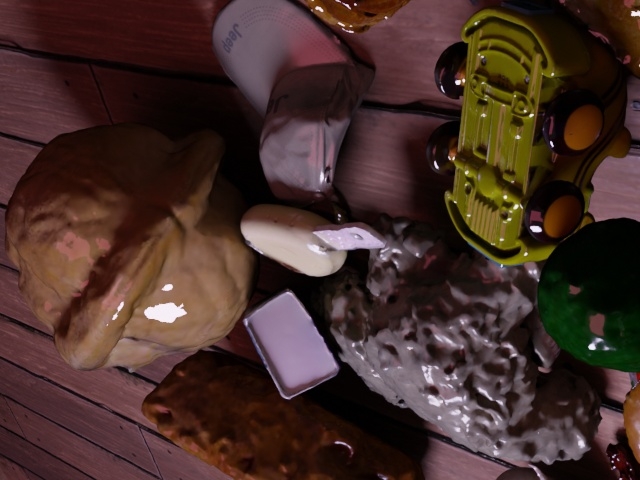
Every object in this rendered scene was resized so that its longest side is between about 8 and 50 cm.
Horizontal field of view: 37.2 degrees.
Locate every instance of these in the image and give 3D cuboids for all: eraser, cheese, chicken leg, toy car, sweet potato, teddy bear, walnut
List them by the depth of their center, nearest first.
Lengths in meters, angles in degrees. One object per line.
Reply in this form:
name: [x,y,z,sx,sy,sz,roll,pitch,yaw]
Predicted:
toy car: [0.210,-0.101,0.902,0.200,0.142,0.248,-133,41,-51]
cheese: [0.000,0.000,1.120,0.127,0.050,0.255,37,163,-24]
teddy bear: [0.137,0.106,1.178,0.367,0.224,0.357,22,141,53]
chicken leg: [0.428,0.330,1.182,0.205,0.053,0.093,52,168,5]
sweet potato: [0.020,0.007,1.302,0.041,0.038,0.153,17,138,2]
walnut: [-0.259,0.003,1.305,0.384,0.383,0.383,27,140,26]
eraser: [-0.045,0.134,1.334,0.130,0.086,0.287,60,176,-1]

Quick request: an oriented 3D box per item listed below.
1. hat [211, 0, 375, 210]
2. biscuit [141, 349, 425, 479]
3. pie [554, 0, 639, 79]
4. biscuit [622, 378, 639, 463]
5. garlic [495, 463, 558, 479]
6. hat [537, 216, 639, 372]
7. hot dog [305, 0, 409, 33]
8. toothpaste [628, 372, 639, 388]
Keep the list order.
hat: [-0.059,-0.161,1.151,0.245,0.149,0.214,33,143,1]
biscuit: [-0.038,0.319,1.452,0.395,0.166,0.342,26,168,26]
pie: [0.277,-0.275,0.715,0.354,0.103,0.288,46,145,9]
biscuit: [0.442,0.216,1.044,0.220,0.066,0.220,24,135,27]
garlic: [0.283,0.345,1.244,0.148,0.128,0.266,-39,133,23]
hat: [0.390,0.083,0.759,0.400,0.285,0.285,34,143,2]
hot dog: [0.014,-0.329,0.886,0.259,0.175,0.114,54,180,-12]
toothpaste: [0.371,0.043,0.963,0.075,0.048,0.301,51,147,26]
